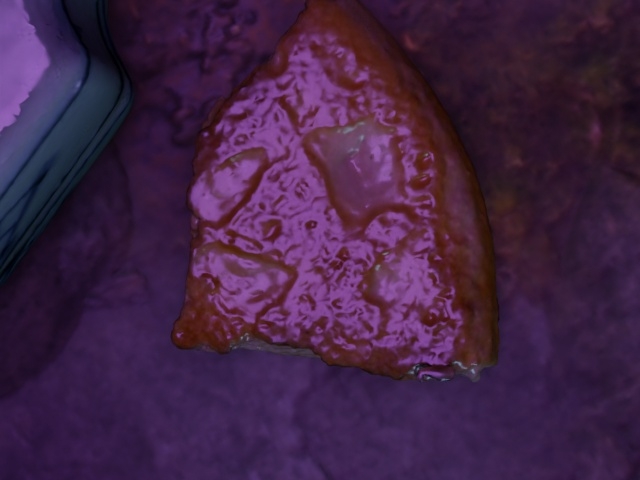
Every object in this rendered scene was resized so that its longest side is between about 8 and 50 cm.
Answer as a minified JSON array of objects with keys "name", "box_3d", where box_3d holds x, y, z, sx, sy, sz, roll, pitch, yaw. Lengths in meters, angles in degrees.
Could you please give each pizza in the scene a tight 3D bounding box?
[{"name":"pizza","box_3d":[0.000,0.000,0.724,0.161,0.062,0.182,-35,91,-6]}]

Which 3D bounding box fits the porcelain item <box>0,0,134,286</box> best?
[{"name":"porcelain item","box_3d":[-0.244,-0.074,0.686,0.281,0.157,0.286,35,88,2]}]
